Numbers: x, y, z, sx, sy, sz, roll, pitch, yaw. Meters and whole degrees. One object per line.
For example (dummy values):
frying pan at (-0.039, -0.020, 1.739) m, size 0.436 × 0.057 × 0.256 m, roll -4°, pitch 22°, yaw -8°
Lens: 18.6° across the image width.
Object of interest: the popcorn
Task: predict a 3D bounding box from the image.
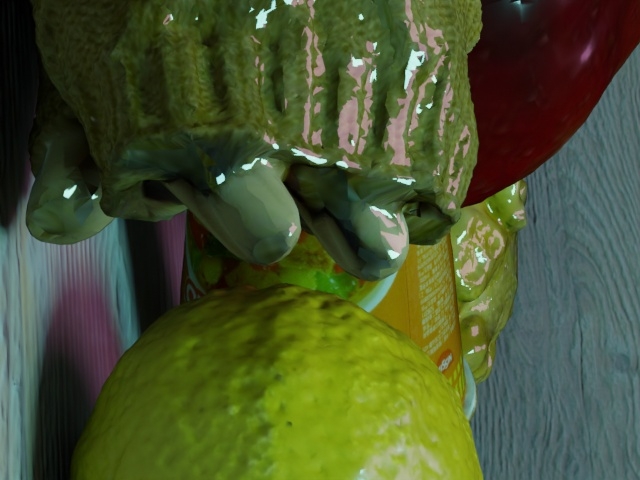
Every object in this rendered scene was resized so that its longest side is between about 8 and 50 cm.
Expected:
popcorn at (0.051, 0.006, 1.385) m, size 0.250 × 0.190 × 0.250 m, roll -178°, pitch -90°, yaw -88°

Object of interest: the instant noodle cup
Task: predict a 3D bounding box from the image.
instant noodle cup at (0.000, 0.000, 0.965) m, size 0.168 × 0.168 × 0.185 m, roll -82°, pitch 173°, yaw -59°

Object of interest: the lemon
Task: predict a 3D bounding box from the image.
lemon at (-0.017, 0.115, 0.799) m, size 0.193 × 0.180 × 0.180 m, roll -63°, pitch 163°, yaw -14°

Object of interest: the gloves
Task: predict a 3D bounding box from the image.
gloves at (-0.046, -0.126, 0.773) m, size 0.155 × 0.203 × 0.356 m, roll 47°, pitch 22°, yaw -48°

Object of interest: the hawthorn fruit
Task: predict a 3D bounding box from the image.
hawthorn fruit at (0.064, -0.143, 1.104) m, size 0.265 × 0.307 × 0.265 m, roll -12°, pitch 90°, yaw -80°
